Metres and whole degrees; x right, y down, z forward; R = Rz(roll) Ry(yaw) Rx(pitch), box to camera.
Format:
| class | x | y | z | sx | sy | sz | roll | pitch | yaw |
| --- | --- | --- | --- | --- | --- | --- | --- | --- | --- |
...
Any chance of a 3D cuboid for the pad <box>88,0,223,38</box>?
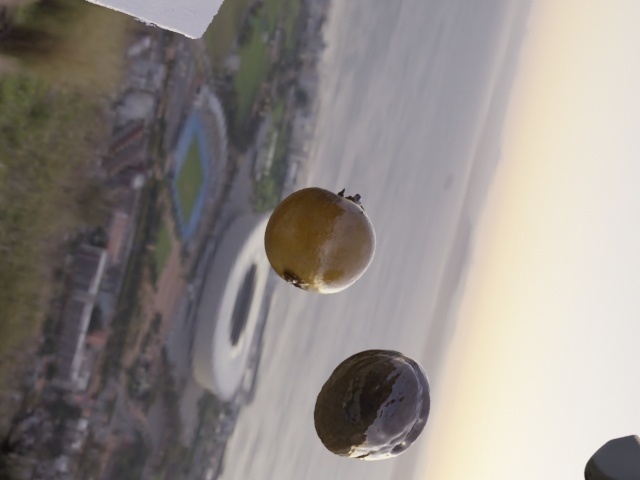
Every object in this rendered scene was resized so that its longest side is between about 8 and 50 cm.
| class | x | y | z | sx | sy | sz | roll | pitch | yaw |
| --- | --- | --- | --- | --- | --- | --- | --- | --- | --- |
| pad | -0.130 | -0.306 | 1.137 | 0.232 | 0.156 | 0.004 | -54 | -141 | 28 |

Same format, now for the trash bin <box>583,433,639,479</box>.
| class | x | y | z | sx | sy | sz | roll | pitch | yaw |
| --- | --- | --- | --- | --- | --- | --- | --- | --- | --- |
| trash bin | 0.333 | 0.207 | 0.945 | 0.177 | 0.236 | 0.101 | -62 | 139 | -85 |

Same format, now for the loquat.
| class | x | y | z | sx | sy | sz | roll | pitch | yaw |
| --- | --- | --- | --- | --- | --- | --- | --- | --- | --- |
| loquat | 0.000 | 0.000 | 1.593 | 0.137 | 0.163 | 0.163 | 64 | 36 | -48 |

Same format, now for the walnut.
| class | x | y | z | sx | sy | sz | roll | pitch | yaw |
| --- | --- | --- | --- | --- | --- | --- | --- | --- | --- |
| walnut | 0.067 | 0.210 | 1.501 | 0.162 | 0.140 | 0.140 | -55 | 177 | 15 |
